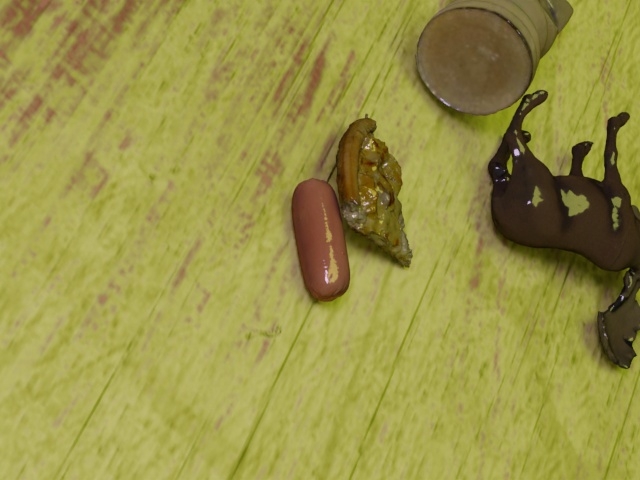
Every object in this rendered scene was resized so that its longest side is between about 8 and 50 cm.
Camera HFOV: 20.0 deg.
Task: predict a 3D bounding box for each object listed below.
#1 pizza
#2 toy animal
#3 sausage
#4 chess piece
[{"bbox_3d":[0.045,-0.029,1.268,0.108,0.026,0.123,60,22,-26],"label":"pizza"},{"bbox_3d":[0.216,-0.003,1.395,0.214,0.094,0.186,10,59,-32],"label":"toy animal"},{"bbox_3d":[0.000,0.000,1.218,0.034,0.034,0.083,8,64,-41],"label":"sausage"},{"bbox_3d":[0.146,-0.176,1.418,0.090,0.090,0.200,52,33,-11],"label":"chess piece"}]
